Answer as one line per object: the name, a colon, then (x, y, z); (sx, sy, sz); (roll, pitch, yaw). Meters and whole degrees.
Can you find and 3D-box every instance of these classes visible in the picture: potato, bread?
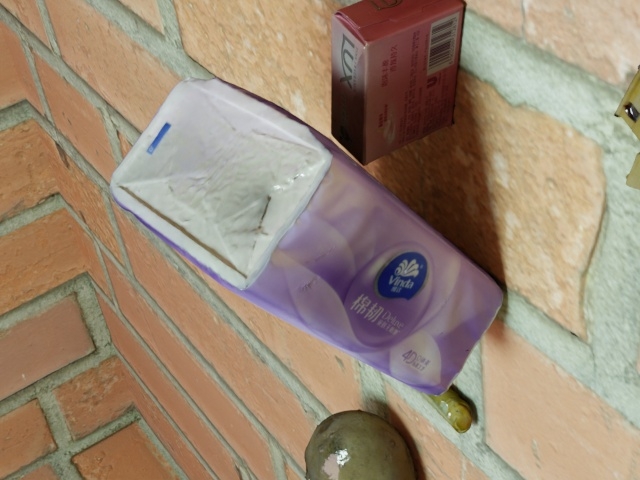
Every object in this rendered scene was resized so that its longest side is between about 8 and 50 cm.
potato: (0.058, 0.347, 1.531); (0.165, 0.165, 0.262); (48, 158, 33)
bread: (0.151, 0.194, 1.293); (0.088, 0.033, 0.049); (44, 167, 48)

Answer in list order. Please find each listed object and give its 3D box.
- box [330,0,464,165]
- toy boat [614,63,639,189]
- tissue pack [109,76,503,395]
box: (0.066, -0.151, 0.968); (0.060, 0.111, 0.156); (47, 152, 34)
toy boat: (0.246, -0.104, 0.693); (0.077, 0.057, 0.200); (60, 159, 24)
tissue pack: (0.000, 0.000, 1.045); (0.242, 0.160, 0.338); (35, -179, 42)
